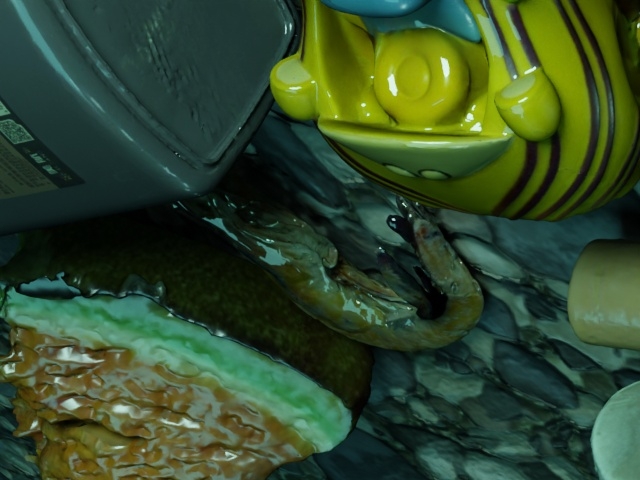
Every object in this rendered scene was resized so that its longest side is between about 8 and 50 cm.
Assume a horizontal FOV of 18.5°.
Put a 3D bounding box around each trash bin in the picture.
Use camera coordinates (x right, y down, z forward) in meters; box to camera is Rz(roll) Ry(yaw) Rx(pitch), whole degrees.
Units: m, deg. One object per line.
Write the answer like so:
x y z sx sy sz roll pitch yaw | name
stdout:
-0.173 -0.106 1.030 0.290 0.182 0.209 -6 133 43 | trash bin

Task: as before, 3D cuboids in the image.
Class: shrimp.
0.000 0.000 1.155 0.219 0.046 0.152 36 154 -14 | shrimp

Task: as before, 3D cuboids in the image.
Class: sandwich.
-0.101 0.122 1.344 0.250 0.162 0.301 17 121 4 | sandwich

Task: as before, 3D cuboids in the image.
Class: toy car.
0.054 -0.096 0.834 0.200 0.142 0.248 8 143 40 | toy car

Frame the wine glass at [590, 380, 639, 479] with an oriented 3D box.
0.256 0.032 0.788 0.264 0.096 0.310 31 138 22 | wine glass

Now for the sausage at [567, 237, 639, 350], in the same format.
0.257 0.042 0.930 0.301 0.066 0.066 11 146 35 | sausage
